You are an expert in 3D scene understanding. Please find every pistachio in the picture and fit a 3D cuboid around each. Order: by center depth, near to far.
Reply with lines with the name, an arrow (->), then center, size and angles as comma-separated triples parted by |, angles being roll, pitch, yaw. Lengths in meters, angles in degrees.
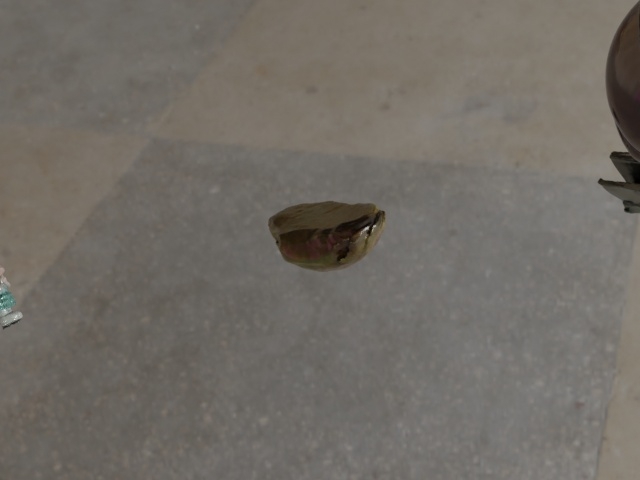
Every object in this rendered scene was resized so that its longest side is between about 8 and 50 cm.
pistachio -> 0.000, 0.000, 1.032 | 0.089, 0.049, 0.173 | -24, 15, -24

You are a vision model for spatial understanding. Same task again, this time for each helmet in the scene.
helmet -> 0.158, -0.066, 0.503 | 0.089, 0.057, 0.111 | 18, 64, -28

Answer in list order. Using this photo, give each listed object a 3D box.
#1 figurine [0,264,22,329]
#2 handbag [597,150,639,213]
figurine -> -0.395, 0.055, 1.343 | 0.047, 0.106, 0.060 | -26, 4, 19
handbag -> 0.494, -0.028, 1.326 | 0.260, 0.247, 0.079 | 13, 78, 61
